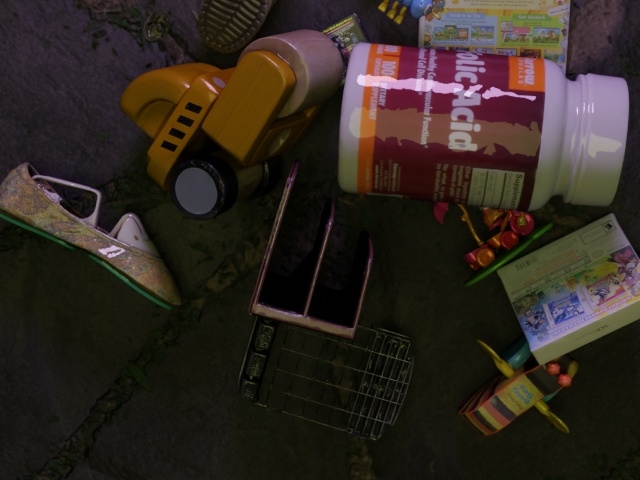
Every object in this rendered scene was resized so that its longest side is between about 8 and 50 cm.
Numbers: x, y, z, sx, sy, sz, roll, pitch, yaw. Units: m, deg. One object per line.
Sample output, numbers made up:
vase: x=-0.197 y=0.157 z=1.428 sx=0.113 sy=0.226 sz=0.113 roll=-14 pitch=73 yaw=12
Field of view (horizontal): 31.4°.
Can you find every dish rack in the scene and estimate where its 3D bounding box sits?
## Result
dish rack: x=0.010 y=0.205 z=1.859 sx=0.272 sy=0.074 sz=0.208 roll=17 pitch=105 yaw=0

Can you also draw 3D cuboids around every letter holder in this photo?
letter holder: x=0.000 y=0.000 z=1.689 sx=0.152 sy=0.302 sz=0.214 roll=15 pitch=97 yaw=-2

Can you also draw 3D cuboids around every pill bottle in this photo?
pill bottle: x=0.230 y=-0.160 z=1.647 sx=0.392 sy=0.224 sz=0.224 roll=6 pitch=103 yaw=5

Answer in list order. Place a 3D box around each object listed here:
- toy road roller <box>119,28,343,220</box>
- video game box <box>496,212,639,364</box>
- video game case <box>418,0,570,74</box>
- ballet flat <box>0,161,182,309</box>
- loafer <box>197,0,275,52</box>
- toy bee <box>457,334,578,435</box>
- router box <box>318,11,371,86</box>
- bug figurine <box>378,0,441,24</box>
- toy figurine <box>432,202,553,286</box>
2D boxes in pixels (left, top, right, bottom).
toy road roller: x=-0.148 y=-0.207 z=1.701 sx=0.240 sy=0.202 sz=0.329 roll=42 pitch=117 yaw=9
video game box: x=0.392 y=0.072 z=1.733 sx=0.205 sy=0.187 sz=0.048 roll=-27 pitch=128 yaw=11
video game case: x=0.263 y=-0.297 z=1.741 sx=0.227 sy=0.026 sz=0.206 roll=2 pitch=103 yaw=6
ballet flat: x=-0.358 y=-0.015 z=1.828 sx=0.349 sy=0.123 sz=0.123 roll=29 pitch=104 yaw=-1
loafer: x=-0.096 y=-0.403 z=1.723 sx=0.102 sy=0.092 sz=0.268 roll=34 pitch=120 yaw=-1
toy bee: x=0.331 y=0.202 z=1.779 sx=0.195 sy=0.162 sz=0.298 roll=25 pitch=104 yaw=2
router box: x=0.021 y=-0.285 z=1.761 sx=0.122 sy=0.038 sz=0.092 roll=-25 pitch=100 yaw=10
bug figurine: x=0.144 y=-0.470 z=1.676 sx=0.216 sy=0.072 sz=0.279 roll=35 pitch=101 yaw=6
toy figurine: x=0.249 y=-0.041 z=1.767 sx=0.173 sy=0.130 sz=0.159 roll=-35 pitch=88 yaw=-10
